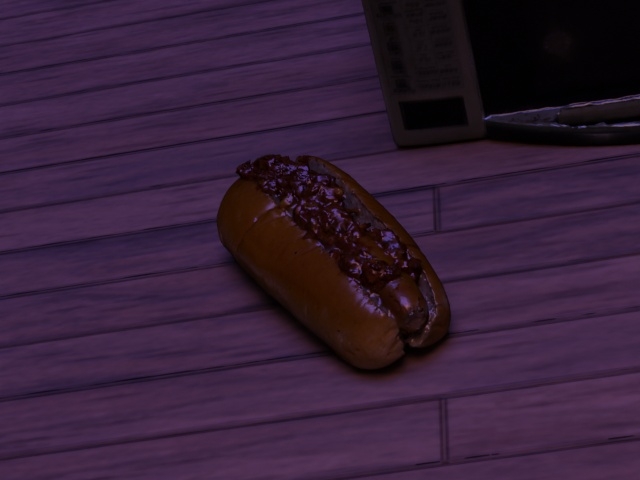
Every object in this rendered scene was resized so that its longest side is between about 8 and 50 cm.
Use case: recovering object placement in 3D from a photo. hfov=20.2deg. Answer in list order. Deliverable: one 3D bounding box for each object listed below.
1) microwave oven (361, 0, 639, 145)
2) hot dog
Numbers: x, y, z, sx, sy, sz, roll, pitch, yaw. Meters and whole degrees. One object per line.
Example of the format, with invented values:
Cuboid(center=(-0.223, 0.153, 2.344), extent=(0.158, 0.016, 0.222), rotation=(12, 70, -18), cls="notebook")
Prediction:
Cuboid(center=(0.233, -0.259, 1.358), extent=(0.394, 0.247, 0.333), rotation=(-7, 33, 11), cls="microwave oven")
Cuboid(center=(0.000, 0.000, 1.195), extent=(0.102, 0.076, 0.249), rotation=(-26, 34, -13), cls="hot dog")
